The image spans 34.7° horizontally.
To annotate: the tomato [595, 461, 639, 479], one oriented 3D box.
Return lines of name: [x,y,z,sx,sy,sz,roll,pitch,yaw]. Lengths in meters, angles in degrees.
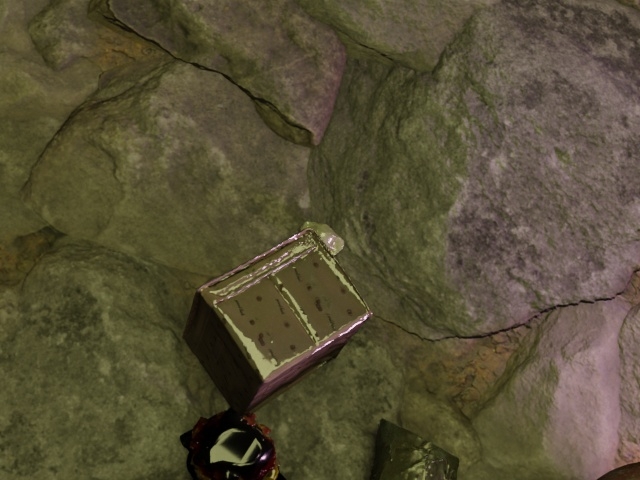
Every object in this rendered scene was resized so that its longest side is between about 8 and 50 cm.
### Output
tomato: [0.569,0.520,1.697,0.317,0.316,0.282,38,29,6]

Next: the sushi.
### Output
sushi: [-0.146,0.364,1.710,0.153,0.150,0.172,-24,74,-19]

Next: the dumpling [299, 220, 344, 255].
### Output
dumpling: [0.000,-0.001,1.952,0.076,0.057,0.052,20,25,-27]

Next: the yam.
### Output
yam: [0.149,0.437,1.744,0.154,0.154,0.254,18,64,-3]

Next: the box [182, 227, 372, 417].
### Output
box: [-0.081,0.147,1.736,0.225,0.297,0.190,-31,80,-21]
